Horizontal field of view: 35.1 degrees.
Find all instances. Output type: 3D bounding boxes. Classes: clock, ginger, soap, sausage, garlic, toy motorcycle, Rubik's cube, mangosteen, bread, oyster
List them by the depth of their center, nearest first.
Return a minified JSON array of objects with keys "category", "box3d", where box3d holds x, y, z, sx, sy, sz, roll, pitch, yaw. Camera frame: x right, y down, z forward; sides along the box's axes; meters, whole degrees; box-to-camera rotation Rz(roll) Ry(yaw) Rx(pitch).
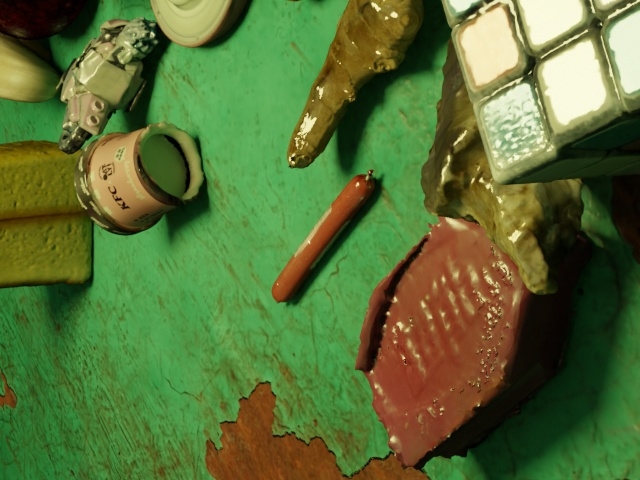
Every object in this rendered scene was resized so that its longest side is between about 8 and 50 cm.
[{"category":"Rubik's cube","box3d":[0.259,-0.200,0.734,0.253,0.259,0.256,-26,72,50]},{"category":"oyster","box3d":[0.156,-0.105,0.902,0.166,0.110,0.341,136,147,-55]},{"category":"soap","box3d":[0.152,0.081,1.007,0.289,0.112,0.182,-52,59,38]},{"category":"ginger","box3d":[0.045,-0.222,1.123,0.148,0.081,0.334,56,131,37]},{"category":"sausage","box3d":[0.000,0.000,1.237,0.253,0.034,0.034,-52,56,39]},{"category":"clock","box3d":[-0.175,-0.388,1.390,0.244,0.056,0.244,6,98,49]},{"category":"toy motorcycle","box3d":[-0.313,-0.256,1.505,0.204,0.108,0.239,-31,54,40]},{"category":"mangosteen","box3d":[-0.502,-0.437,1.614,0.235,0.261,0.236,7,100,47]},{"category":"bread","box3d":[-0.574,-0.043,1.664,0.245,0.361,0.233,15,106,46]},{"category":"garlic","box3d":[-0.548,-0.314,1.713,0.217,0.228,0.110,43,118,35]}]

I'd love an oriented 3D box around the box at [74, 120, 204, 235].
[{"category":"box","box3d":[-0.250,-0.093,1.445,0.135,0.151,0.151,-16,82,40]}]
